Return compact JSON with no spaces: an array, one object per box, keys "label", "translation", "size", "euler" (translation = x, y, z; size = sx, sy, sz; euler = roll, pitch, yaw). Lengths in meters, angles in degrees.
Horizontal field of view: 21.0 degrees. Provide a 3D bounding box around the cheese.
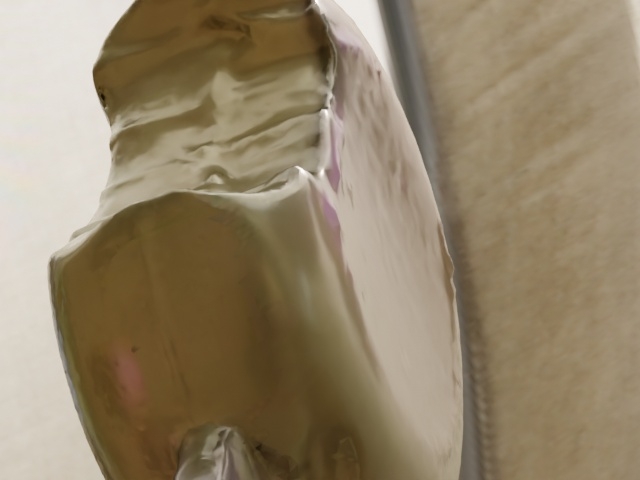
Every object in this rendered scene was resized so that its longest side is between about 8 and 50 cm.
[{"label":"cheese","translation":[-0.015,0.041,0.434],"size":[0.082,0.286,0.163],"euler":[-18,-62,14]}]
